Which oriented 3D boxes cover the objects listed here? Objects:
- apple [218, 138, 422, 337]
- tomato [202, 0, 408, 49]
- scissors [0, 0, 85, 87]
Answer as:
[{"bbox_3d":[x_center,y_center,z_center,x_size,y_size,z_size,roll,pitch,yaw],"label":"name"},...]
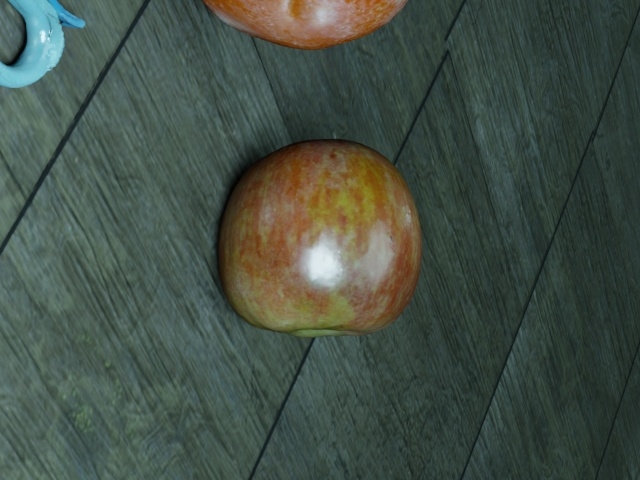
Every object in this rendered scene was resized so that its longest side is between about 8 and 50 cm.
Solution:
[{"bbox_3d":[0.000,0.000,1.719,0.188,0.188,0.173,21,66,-64],"label":"apple"},{"bbox_3d":[-0.014,-0.274,1.587,0.189,0.232,0.232,13,85,-43],"label":"tomato"},{"bbox_3d":[-0.252,-0.247,1.296,0.393,0.032,0.180,50,52,-57],"label":"scissors"}]
